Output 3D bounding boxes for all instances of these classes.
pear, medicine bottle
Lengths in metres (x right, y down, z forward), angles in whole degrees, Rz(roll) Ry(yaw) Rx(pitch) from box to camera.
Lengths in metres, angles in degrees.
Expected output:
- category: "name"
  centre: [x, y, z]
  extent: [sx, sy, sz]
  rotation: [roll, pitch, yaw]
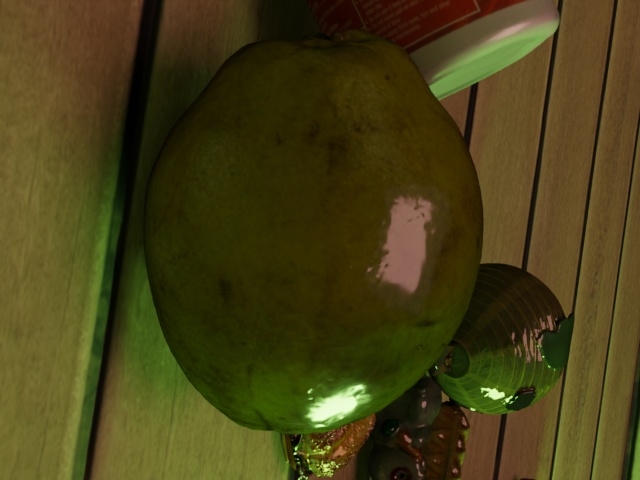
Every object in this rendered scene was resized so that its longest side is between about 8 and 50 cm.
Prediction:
- category: "pear"
  centre: [0.000, 0.000, 1.053]
  extent: [0.352, 0.352, 0.413]
  rotation: [-31, 130, -55]
- category: "medicine bottle"
  centre: [0.114, -0.292, 1.197]
  extent: [0.252, 0.252, 0.241]
  rotation: [-25, 89, -57]

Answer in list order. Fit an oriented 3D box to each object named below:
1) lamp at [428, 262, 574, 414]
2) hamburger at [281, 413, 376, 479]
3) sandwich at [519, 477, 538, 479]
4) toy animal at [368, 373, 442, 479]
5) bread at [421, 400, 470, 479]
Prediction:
- category: "lamp"
  centre: [0.267, 0.162, 1.677]
  extent: [0.284, 0.250, 0.250]
  rotation: [-14, 109, -48]
- category: "hamburger"
  centre: [0.016, 0.237, 1.389]
  extent: [0.166, 0.087, 0.137]
  rotation: [-46, 134, -48]
- category: "sandwich"
  centre: [0.406, 0.653, 2.190]
  extent: [0.273, 0.095, 0.249]
  rotation: [-6, 101, -60]
- category: "toy animal"
  centre: [0.123, 0.310, 1.582]
  extent: [0.138, 0.108, 0.236]
  rotation: [-16, 111, -60]
- category: "bread"
  centre: [0.170, 0.420, 1.642]
  extent: [0.077, 0.084, 0.367]
  rotation: [99, 7, -60]
